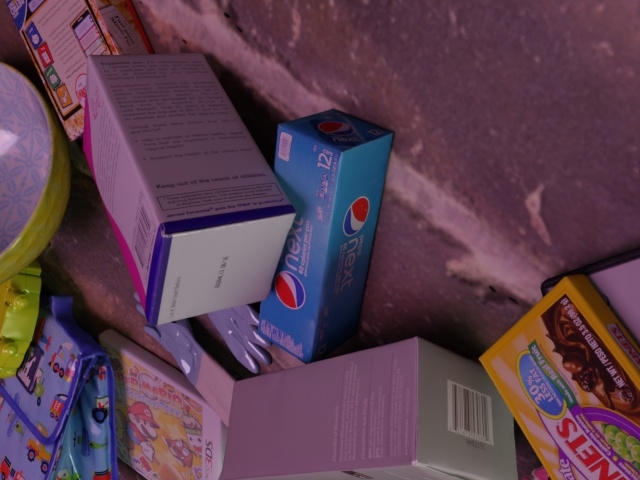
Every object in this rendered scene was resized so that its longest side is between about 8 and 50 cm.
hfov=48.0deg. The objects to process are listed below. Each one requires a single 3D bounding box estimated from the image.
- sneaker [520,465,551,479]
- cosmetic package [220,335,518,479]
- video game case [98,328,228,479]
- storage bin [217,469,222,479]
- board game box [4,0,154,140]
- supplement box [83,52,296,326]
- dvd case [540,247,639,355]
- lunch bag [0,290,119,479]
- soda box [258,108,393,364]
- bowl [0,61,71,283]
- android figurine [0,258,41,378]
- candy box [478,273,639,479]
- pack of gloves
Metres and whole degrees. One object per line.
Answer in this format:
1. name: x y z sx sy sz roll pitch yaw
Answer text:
1. sneaker: 0.183 0.240 0.593 0.063 0.074 0.170 47 112 37
2. cosmetic package: 0.033 0.164 0.618 0.238 0.127 0.107 -27 49 43
3. video game case: -0.206 0.248 0.944 0.226 0.026 0.207 24 123 31
4. storage bin: -0.028 0.270 0.759 0.135 0.091 0.098 39 130 21
5. board game box: -0.255 -0.220 0.754 0.146 0.045 0.194 -18 98 43
6. supplement box: -0.124 -0.054 0.620 0.220 0.113 0.111 59 145 32
7. dvd case: 0.258 0.075 0.421 0.253 0.022 0.181 -29 69 48
8. lunch bag: -0.367 0.212 0.997 0.221 0.138 0.293 28 112 43
9. soda box: 0.000 0.000 0.623 0.067 0.071 0.210 28 126 30
10. bowl: -0.414 -0.056 0.867 0.289 0.289 0.156 40 173 19
11. android figurine: -0.462 0.092 1.000 0.272 0.056 0.248 13 89 49
12. candy box: 0.191 0.134 0.468 0.105 0.027 0.206 -57 49 40
13. pack of gloves: -0.127 0.087 0.805 0.232 0.046 0.195 42 137 26
